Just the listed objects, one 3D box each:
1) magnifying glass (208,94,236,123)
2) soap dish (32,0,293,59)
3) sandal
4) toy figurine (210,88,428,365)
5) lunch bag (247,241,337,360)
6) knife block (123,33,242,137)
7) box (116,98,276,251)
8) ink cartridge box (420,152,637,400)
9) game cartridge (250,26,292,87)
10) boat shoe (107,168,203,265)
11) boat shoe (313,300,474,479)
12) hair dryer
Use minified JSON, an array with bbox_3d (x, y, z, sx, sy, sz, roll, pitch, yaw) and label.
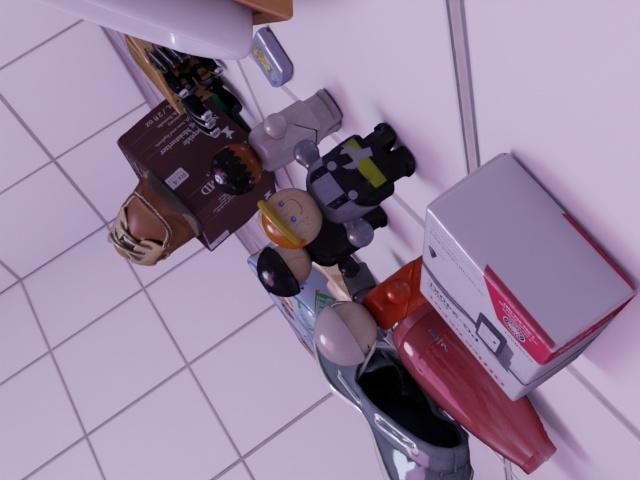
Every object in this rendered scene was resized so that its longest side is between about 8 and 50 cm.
[{"bbox_3d":[-0.165,-0.208,1.298,0.092,0.026,0.231,46,165,48],"label":"magnifying glass"},{"bbox_3d":[-0.159,-0.229,0.544,0.228,0.118,0.291,15,-172,-23],"label":"soap dish"},{"bbox_3d":[0.005,-0.002,1.033,0.240,0.088,0.079,44,136,26],"label":"sandal"},{"bbox_3d":[0.002,-0.015,0.655,0.213,0.148,0.210,46,167,51],"label":"toy figurine"},{"bbox_3d":[0.004,0.118,1.200,0.243,0.115,0.303,37,161,42],"label":"lunch bag"},{"bbox_3d":[-0.221,-0.265,1.149,0.242,0.088,0.275,57,171,-3],"label":"knife block"},{"bbox_3d":[-0.210,-0.126,1.233,0.203,0.168,0.167,41,165,17],"label":"box"},{"bbox_3d":[0.121,0.032,0.453,0.109,0.063,0.150,52,171,22],"label":"ink cartridge box"},{"bbox_3d":[-0.052,-0.190,0.745,0.056,0.017,0.083,53,172,-8],"label":"game cartridge"},{"bbox_3d":[-0.271,-0.014,1.127,0.122,0.120,0.324,46,164,-1],"label":"boat shoe"},{"bbox_3d":[0.079,0.158,0.809,0.319,0.116,0.099,-120,28,-50],"label":"boat shoe"},{"bbox_3d":[0.150,0.133,0.755,0.223,0.080,0.293,42,-175,-30],"label":"hair dryer"}]
